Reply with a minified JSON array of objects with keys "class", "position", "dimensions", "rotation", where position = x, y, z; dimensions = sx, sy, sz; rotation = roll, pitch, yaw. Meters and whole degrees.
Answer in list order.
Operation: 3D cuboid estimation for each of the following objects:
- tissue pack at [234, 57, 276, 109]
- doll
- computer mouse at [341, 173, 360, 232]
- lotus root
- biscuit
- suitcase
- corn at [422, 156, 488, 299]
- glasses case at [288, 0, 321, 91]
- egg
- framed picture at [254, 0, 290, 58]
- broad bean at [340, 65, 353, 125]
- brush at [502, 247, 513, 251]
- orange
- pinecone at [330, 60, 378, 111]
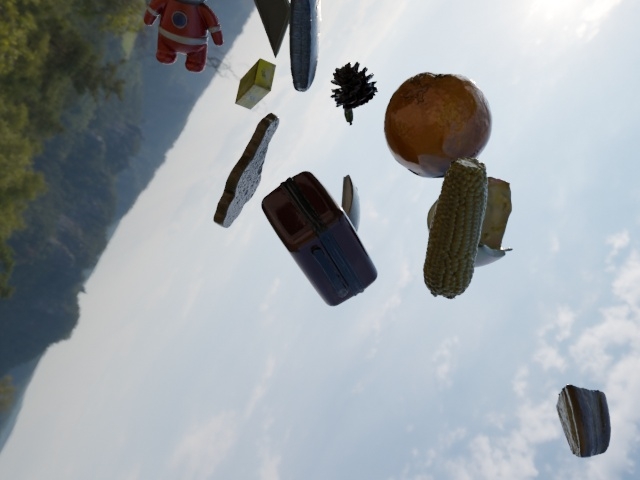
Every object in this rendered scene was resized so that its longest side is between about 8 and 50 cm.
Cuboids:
[{"class":"tissue pack","position":[-0.210,-0.498,1.879],"dimensions":[0.176,0.062,0.095],"rotation":[-17,-120,61]},{"class":"doll","position":[-0.311,-0.555,1.352],"dimensions":[0.105,0.199,0.337],"rotation":[-73,-179,-49]},{"class":"computer mouse","position":[0.105,-0.116,2.001],"dimensions":[0.056,0.126,0.245],"rotation":[-6,-130,13]},{"class":"lotus root","position":[0.534,0.363,1.180],"dimensions":[0.095,0.159,0.135],"rotation":[-11,-112,14]},{"class":"biscuit","position":[-0.190,-0.180,1.520],"dimensions":[0.320,0.047,0.183],"rotation":[-64,174,22]},{"class":"suitcase","position":[0.000,0.000,1.422],"dimensions":[0.161,0.297,0.236],"rotation":[-34,-134,-3]},{"class":"corn","position":[0.235,-0.016,1.021],"dimensions":[0.091,0.091,0.260],"rotation":[42,-43,50]},{"class":"glasses case","position":[-0.035,-0.461,1.311],"dimensions":[0.282,0.067,0.109],"rotation":[96,5,-52]},{"class":"egg","position":[0.399,-0.024,1.565],"dimensions":[0.206,0.162,0.271],"rotation":[-1,-136,28]},{"class":"framed picture","position":[-0.148,-0.710,1.678],"dimensions":[0.232,0.019,0.296],"rotation":[138,-67,-69]},{"class":"broad bean","position":[0.110,-0.614,2.489],"dimensions":[0.065,0.046,0.255],"rotation":[-98,180,-82]},{"class":"brush","position":[0.450,0.044,1.802],"dimensions":[0.103,0.272,0.013],"rotation":[175,-93,-70]},{"class":"orange","position":[0.264,-0.261,1.333],"dimensions":[0.246,0.246,0.246],"rotation":[-48,-156,30]},{"class":"pinecone","position":[0.086,-0.424,1.609],"dimensions":[0.140,0.121,0.140],"rotation":[-20,-154,10]}]
